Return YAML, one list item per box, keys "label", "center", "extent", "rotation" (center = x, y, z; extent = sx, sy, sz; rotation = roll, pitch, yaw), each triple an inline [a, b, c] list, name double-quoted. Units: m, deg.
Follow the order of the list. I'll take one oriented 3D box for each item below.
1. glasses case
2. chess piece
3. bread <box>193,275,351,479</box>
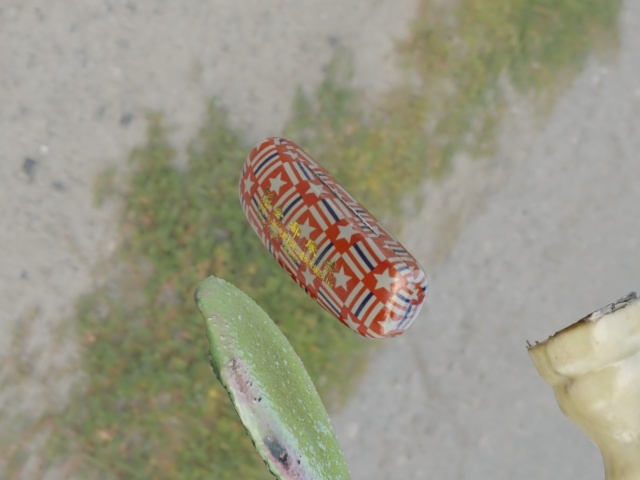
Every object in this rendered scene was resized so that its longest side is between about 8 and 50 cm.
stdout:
- label: "glasses case"
  center: [0.000, 0.000, 1.286]
  extent: [0.049, 0.194, 0.073]
  rotation: [-2, 126, -42]
- label: "chess piece"
  center: [0.255, 0.176, 1.186]
  extent: [0.137, 0.137, 0.301]
  rotation: [-16, 78, -51]
- label: "bread"
  center: [-0.032, 0.126, 1.427]
  extent: [0.033, 0.228, 0.228]
  rotation: [-29, 144, 6]
